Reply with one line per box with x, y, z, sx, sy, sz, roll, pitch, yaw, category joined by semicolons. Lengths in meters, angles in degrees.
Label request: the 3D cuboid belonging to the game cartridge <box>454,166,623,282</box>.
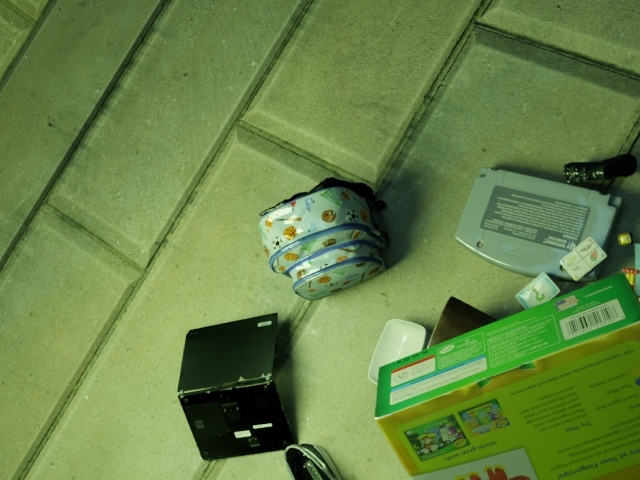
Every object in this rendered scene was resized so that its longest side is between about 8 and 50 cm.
0.427;-0.027;1.620;0.294;0.060;0.196;18;78;30;game cartridge

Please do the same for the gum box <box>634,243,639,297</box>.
0.655;0.094;1.471;0.157;0.041;0.184;-3;73;26;gum box

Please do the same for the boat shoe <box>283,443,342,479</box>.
0.025;0.525;1.596;0.108;0.102;0.301;-40;60;9;boat shoe

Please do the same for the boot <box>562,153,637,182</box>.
0.545;-0.141;1.594;0.099;0.121;0.045;5;109;56;boot

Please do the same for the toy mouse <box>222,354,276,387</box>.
-0.164;0.288;1.813;0.143;0.031;0.161;-29;62;14;toy mouse

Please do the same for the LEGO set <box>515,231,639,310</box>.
0.500;0.099;1.488;0.244;0.060;0.182;-45;70;24;LEGO set

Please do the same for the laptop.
-0.177;0.323;1.782;0.234;0.136;0.264;-13;104;21;laptop

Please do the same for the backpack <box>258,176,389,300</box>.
0.000;0.000;1.697;0.277;0.263;0.213;-29;62;13;backpack

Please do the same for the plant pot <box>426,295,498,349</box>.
0.317;0.242;1.511;0.231;0.215;0.215;19;82;15;plant pot

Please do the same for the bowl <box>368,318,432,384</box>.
0.169;0.236;1.632;0.142;0.053;0.142;8;73;60;bowl

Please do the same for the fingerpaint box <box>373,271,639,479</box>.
0.371;0.311;1.349;0.445;0.371;0.163;-25;20;17;fingerpaint box
